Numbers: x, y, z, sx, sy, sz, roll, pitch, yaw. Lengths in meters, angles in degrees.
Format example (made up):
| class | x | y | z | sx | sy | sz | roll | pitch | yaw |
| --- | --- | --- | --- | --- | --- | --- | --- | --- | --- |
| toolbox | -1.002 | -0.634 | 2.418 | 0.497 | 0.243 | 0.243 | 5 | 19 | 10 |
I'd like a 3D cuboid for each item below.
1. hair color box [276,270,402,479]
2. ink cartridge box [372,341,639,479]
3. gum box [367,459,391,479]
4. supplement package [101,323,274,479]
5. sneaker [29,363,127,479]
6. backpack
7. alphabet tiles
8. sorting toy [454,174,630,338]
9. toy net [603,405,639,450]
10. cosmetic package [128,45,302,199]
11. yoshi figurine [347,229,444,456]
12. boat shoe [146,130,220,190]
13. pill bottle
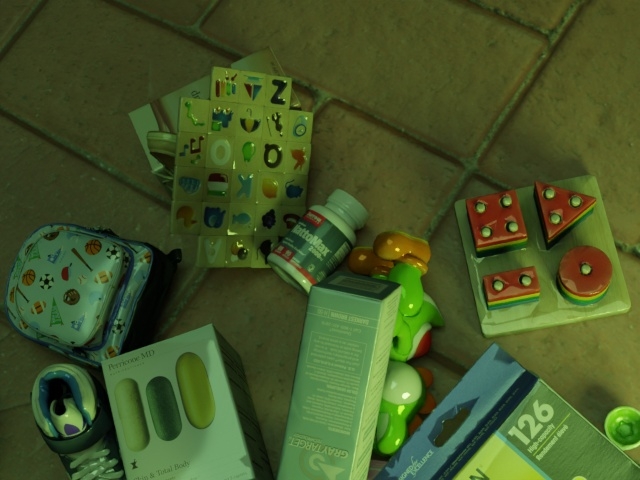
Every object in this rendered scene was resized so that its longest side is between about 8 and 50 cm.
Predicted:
| class | x | y | z | sx | sy | sz | roll | pitch | yaw |
| --- | --- | --- | --- | --- | --- | --- | --- | --- | --- |
| hair color box | 0.024 | 0.247 | 1.558 | 0.113 | 0.185 | 0.375 | 11 | 97 | 12 |
| ink cartridge box | 0.292 | 0.370 | 1.622 | 0.307 | 0.072 | 0.304 | 41 | 90 | 4 |
| gum box | 0.023 | 0.411 | 1.707 | 0.188 | 0.062 | 0.107 | 4 | 69 | 10 |
| supplement package | -0.212 | 0.312 | 1.711 | 0.199 | 0.198 | 0.263 | -19 | 67 | 2 |
| sneaker | -0.384 | 0.354 | 1.700 | 0.130 | 0.236 | 0.323 | -22 | 66 | 0 |
| backpack | -0.423 | 0.093 | 1.838 | 0.263 | 0.213 | 0.277 | 13 | 74 | 25 |
| alphabet tiles | -0.132 | -0.122 | 1.814 | 0.011 | 0.285 | 0.343 | 11 | 98 | 49 |
| sorting toy | 0.380 | 0.014 | 1.795 | 0.255 | 0.089 | 0.257 | -11 | 67 | 4 |
| toy net | 0.502 | 0.385 | 1.651 | 0.122 | 0.045 | 0.232 | -27 | 67 | -2 |
| cosmetic package | -0.188 | -0.220 | 1.957 | 0.296 | 0.129 | 0.153 | -27 | 67 | -2 |
| yoshi figurine | 0.079 | 0.173 | 1.737 | 0.203 | 0.203 | 0.362 | -5 | 69 | 24 |
| boat shoe | -0.202 | -0.103 | 1.838 | 0.104 | 0.285 | 0.089 | 9 | 72 | 44 |
| pill bottle | 0.000 | 0.000 | 1.851 | 0.108 | 0.108 | 0.180 | 36 | 77 | 20 |
